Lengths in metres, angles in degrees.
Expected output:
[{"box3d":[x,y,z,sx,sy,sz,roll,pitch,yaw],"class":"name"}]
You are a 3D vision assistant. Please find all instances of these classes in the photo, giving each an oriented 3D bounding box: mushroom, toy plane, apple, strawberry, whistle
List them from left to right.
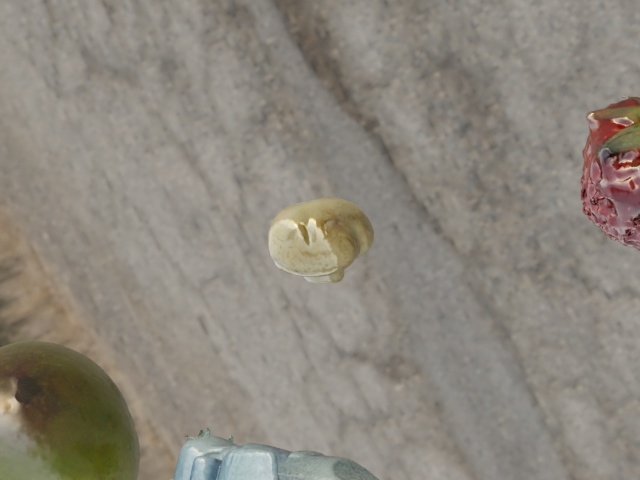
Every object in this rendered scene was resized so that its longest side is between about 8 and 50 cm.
[{"box3d":[-0.246,0.176,1.189,0.196,0.196,0.157,84,180,-47],"class":"apple"},{"box3d":[-0.142,0.283,1.841,0.083,0.080,0.033,57,-157,-19],"class":"toy plane"},{"box3d":[-0.025,0.194,1.064,0.269,0.180,0.093,-7,68,42],"class":"whistle"},{"box3d":[0.000,0.000,1.861,0.148,0.148,0.112,-168,73,-67],"class":"mushroom"},{"box3d":[0.352,-0.062,1.457,0.201,0.184,0.187,97,-175,-61],"class":"strawberry"}]
